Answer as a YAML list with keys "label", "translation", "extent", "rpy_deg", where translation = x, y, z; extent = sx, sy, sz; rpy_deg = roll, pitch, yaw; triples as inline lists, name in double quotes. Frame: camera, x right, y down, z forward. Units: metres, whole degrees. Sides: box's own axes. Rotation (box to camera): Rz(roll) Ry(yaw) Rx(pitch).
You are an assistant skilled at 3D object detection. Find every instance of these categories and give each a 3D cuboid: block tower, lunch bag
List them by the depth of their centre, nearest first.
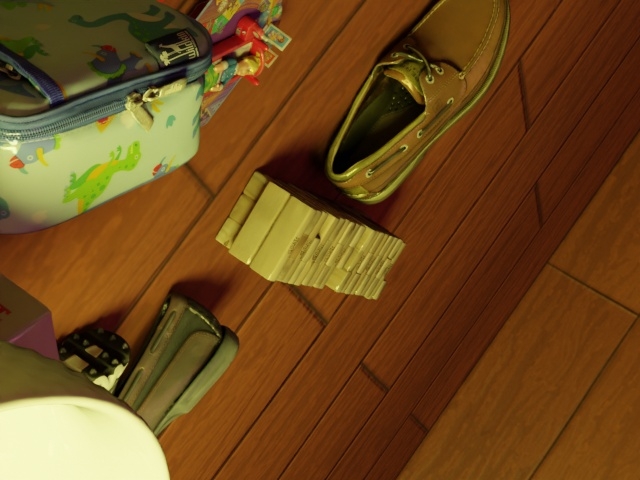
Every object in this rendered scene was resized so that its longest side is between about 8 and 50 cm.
- label: "lunch bag"
  translation: [-0.182, -0.100, 0.577]
  extent: [0.176, 0.219, 0.090]
  rpy_deg: [-30, 145, -46]
- label: "block tower"
  translation: [0.000, 0.000, 1.240]
  extent: [0.097, 0.091, 0.335]
  rpy_deg: [-58, 158, 5]

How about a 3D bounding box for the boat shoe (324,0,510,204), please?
- label: "boat shoe"
  translation: [0.116, -0.177, 1.214]
  extent: [0.307, 0.111, 0.104]
  rpy_deg: [-58, 158, 2]

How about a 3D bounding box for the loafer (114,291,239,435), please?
- label: "loafer"
  translation: [-0.215, 0.183, 1.079]
  extent: [0.302, 0.095, 0.109]
  rpy_deg: [-48, -161, -17]

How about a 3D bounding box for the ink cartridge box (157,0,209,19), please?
- label: "ink cartridge box"
  translation: [-0.076, -0.252, 0.805]
  extent: [0.181, 0.056, 0.224]
  rpy_deg: [-34, 148, -42]

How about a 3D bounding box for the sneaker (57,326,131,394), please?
- label: "sneaker"
  translation: [-0.266, 0.169, 0.944]
  extent: [0.234, 0.078, 0.106]
  rpy_deg: [-30, 143, -51]

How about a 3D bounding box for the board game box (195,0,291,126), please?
- label: "board game box"
  translation: [-0.081, -0.155, 0.923]
  extent: [0.168, 0.033, 0.133]
  rpy_deg: [-52, 163, 2]

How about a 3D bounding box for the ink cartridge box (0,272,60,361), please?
- label: "ink cartridge box"
  translation: [-0.305, 0.095, 0.646]
  extent: [0.237, 0.172, 0.100]
  rpy_deg: [-38, 148, -38]

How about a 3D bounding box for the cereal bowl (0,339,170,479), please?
- label: "cereal bowl"
  translation: [-0.237, 0.184, 0.500]
  extent: [0.339, 0.141, 0.339]
  rpy_deg: [-42, 148, -34]
